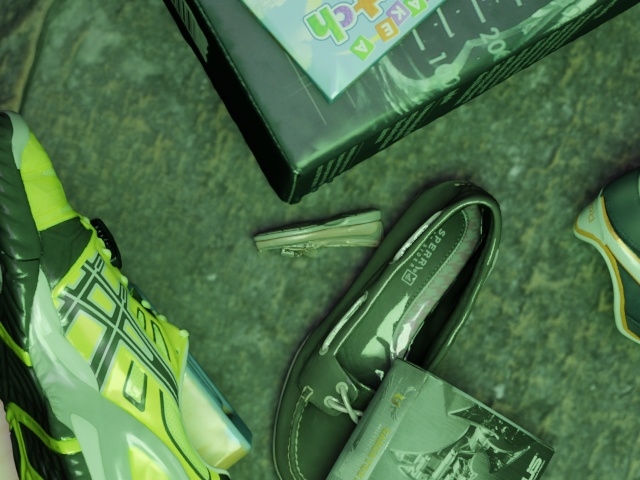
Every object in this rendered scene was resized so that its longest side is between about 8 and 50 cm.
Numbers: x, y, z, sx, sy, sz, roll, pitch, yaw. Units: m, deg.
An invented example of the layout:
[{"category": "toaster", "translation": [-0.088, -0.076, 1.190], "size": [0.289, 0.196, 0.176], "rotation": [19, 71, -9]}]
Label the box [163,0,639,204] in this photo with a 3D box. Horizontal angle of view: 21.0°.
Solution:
[{"category": "box", "translation": [0.057, -0.358, 1.535], "size": [0.471, 0.297, 0.480], "rotation": [-30, 89, -5]}]

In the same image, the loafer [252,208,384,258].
[{"category": "loafer", "translation": [0.000, 0.000, 1.638], "size": [0.125, 0.045, 0.039], "rotation": [-12, 98, -6]}]

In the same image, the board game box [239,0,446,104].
[{"category": "board game box", "translation": [-0.003, -0.239, 1.360], "size": [0.160, 0.039, 0.211], "rotation": [-42, 91, -3]}]

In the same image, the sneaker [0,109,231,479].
[{"category": "sneaker", "translation": [-0.197, 0.076, 1.408], "size": [0.147, 0.145, 0.385], "rotation": [-15, 84, -33]}]

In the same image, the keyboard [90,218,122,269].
[{"category": "keyboard", "translation": [-0.271, 0.052, 1.602], "size": [0.192, 0.038, 0.100], "rotation": [-37, 48, -3]}]

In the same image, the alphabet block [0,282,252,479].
[{"category": "alphabet block", "translation": [-0.193, 0.168, 1.548], "size": [0.197, 0.193, 0.192], "rotation": [-39, 87, -3]}]

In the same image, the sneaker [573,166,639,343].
[{"category": "sneaker", "translation": [0.363, 0.065, 1.613], "size": [0.127, 0.126, 0.321], "rotation": [-28, 105, 39]}]

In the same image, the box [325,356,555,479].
[{"category": "box", "translation": [0.088, 0.247, 1.578], "size": [0.183, 0.056, 0.231], "rotation": [34, 85, -34]}]

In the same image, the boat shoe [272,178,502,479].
[{"category": "boat shoe", "translation": [0.060, 0.090, 1.601], "size": [0.112, 0.095, 0.335], "rotation": [31, 87, -13]}]
